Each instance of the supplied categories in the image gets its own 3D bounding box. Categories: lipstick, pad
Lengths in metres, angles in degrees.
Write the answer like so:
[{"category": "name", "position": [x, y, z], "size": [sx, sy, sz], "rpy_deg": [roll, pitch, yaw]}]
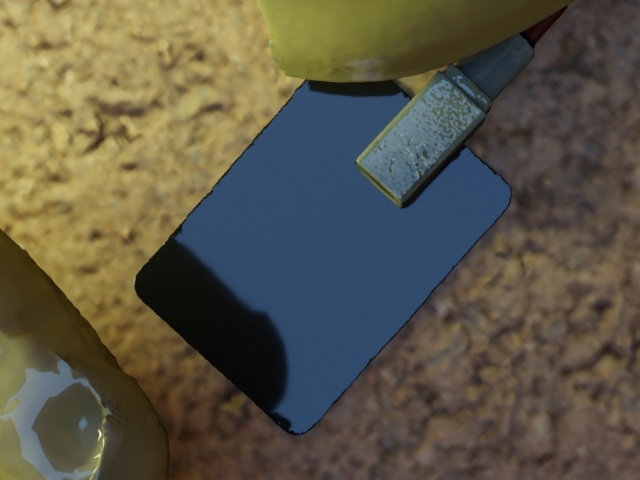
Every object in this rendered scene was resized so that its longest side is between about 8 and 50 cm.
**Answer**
[{"category": "lipstick", "position": [0.070, -0.072, 0.780], "size": [0.030, 0.030, 0.129], "rpy_deg": [44, 88, 5]}, {"category": "pad", "position": [0.000, 0.000, 0.804], "size": [0.112, 0.003, 0.157], "rpy_deg": [42, 95, 4]}]

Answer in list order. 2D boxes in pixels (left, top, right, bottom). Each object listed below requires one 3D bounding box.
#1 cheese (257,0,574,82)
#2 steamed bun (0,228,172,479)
[{"category": "cheese", "position": [0.080, -0.233, 0.736], "size": [0.316, 0.128, 0.259], "rpy_deg": [-26, 95, 13]}, {"category": "steamed bun", "position": [-0.238, 0.112, 0.720], "size": [0.372, 0.230, 0.325], "rpy_deg": [-24, 87, 4]}]
